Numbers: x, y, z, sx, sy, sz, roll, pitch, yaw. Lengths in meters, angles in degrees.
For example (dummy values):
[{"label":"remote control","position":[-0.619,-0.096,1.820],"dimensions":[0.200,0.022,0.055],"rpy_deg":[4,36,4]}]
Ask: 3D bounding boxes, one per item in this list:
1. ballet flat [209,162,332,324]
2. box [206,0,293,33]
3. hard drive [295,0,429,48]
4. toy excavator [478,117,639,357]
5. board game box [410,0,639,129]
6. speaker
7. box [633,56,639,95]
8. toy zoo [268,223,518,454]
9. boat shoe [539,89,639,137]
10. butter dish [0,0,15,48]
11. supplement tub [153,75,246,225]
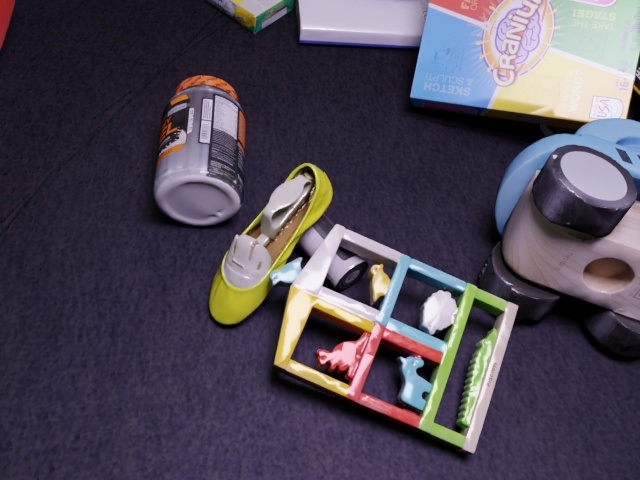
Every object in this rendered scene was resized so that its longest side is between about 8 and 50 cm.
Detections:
[{"label":"ballet flat","position":[-0.068,-0.004,0.834],"dimensions":[0.077,0.077,0.231],"rpy_deg":[32,75,19]},{"label":"box","position":[-0.146,-0.441,1.186],"dimensions":[0.179,0.043,0.105],"rpy_deg":[39,59,15]},{"label":"hard drive","position":[0.114,-0.426,1.216],"dimensions":[0.319,0.040,0.210],"rpy_deg":[1,55,-9]},{"label":"toy excavator","position":[0.467,-0.068,0.941],"dimensions":[0.433,0.222,0.445],"rpy_deg":[19,46,3]},{"label":"board game box","position":[0.316,-0.304,1.035],"dimensions":[0.316,0.064,0.242],"rpy_deg":[11,90,15]},{"label":"speaker","position":[0.000,0.000,0.895],"dimensions":[0.055,0.055,0.136],"rpy_deg":[-29,64,-25]},{"label":"box","position":[0.610,-0.303,1.133],"dimensions":[0.322,0.079,0.257],"rpy_deg":[-6,53,-35]},{"label":"toy zoo","position":[0.072,0.104,0.806],"dimensions":[0.293,0.030,0.192],"rpy_deg":[24,67,0]},{"label":"boat shoe","position":[0.470,-0.221,1.114],"dimensions":[0.228,0.068,0.081],"rpy_deg":[-19,61,-21]},{"label":"butter dish","position":[-0.566,-0.345,1.015],"dimensions":[0.160,0.118,0.160],"rpy_deg":[33,42,-42]},{"label":"supplement tub","position":[-0.160,-0.125,0.919],"dimensions":[0.117,0.117,0.190],"rpy_deg":[2,55,-8]}]
